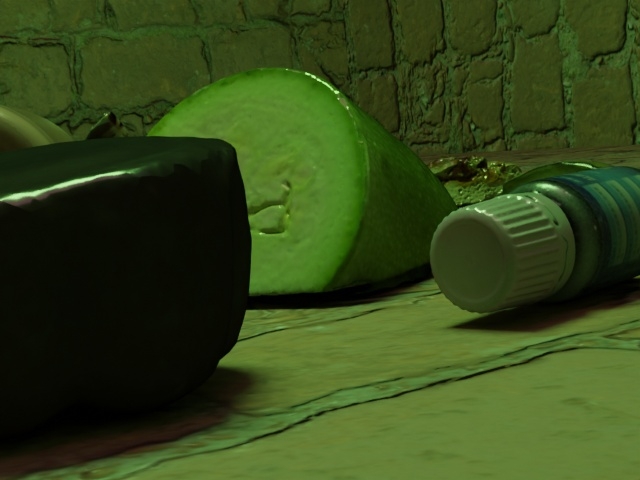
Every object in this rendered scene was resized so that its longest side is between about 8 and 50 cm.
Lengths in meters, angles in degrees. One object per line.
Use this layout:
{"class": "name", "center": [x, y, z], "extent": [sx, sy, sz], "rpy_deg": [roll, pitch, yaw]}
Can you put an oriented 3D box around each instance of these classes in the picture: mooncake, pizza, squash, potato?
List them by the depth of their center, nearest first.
{"class": "mooncake", "center": [-0.152, 0.018, 0.649], "extent": [0.245, 0.133, 0.245], "rpy_deg": [-5, 6, 0]}
{"class": "squash", "center": [0.000, 0.000, 1.090], "extent": [0.234, 0.210, 0.309], "rpy_deg": [-4, -23, 25]}
{"class": "potato", "center": [0.254, -0.037, 1.120], "extent": [0.149, 0.081, 0.120], "rpy_deg": [0, 9, 42]}
{"class": "pizza", "center": [0.164, -0.078, 1.673], "extent": [0.154, 0.069, 0.194], "rpy_deg": [0, 6, 37]}

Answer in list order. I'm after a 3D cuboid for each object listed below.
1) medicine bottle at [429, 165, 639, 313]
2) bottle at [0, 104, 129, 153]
{"class": "medicine bottle", "center": [0.154, 0.000, 0.826], "extent": [0.083, 0.083, 0.203], "rpy_deg": [-1, 9, 40]}
{"class": "bottle", "center": [-0.251, -0.033, 1.032], "extent": [0.206, 0.173, 0.297], "rpy_deg": [-34, 4, -1]}
